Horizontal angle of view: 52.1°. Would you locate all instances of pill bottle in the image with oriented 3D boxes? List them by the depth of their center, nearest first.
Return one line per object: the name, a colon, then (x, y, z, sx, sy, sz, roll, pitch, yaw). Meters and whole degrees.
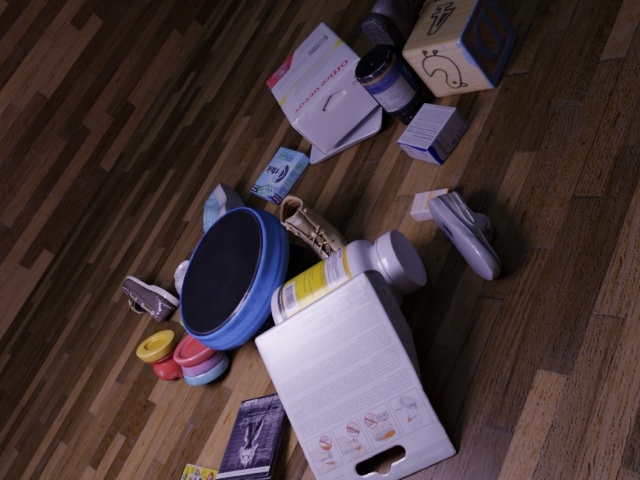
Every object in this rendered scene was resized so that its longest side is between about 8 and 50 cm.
pill bottle: (0.066, 0.117, 1.497, 0.333, 0.188, 0.188, -32, 39, 25)
pill bottle: (0.203, -0.421, 1.809, 0.122, 0.219, 0.123, -29, 41, 28)

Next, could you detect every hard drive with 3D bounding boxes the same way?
hard drive: (-0.141, 0.123, 1.756, 0.171, 0.054, 0.255, 16, 82, 21)

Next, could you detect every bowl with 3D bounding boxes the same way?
bowl: (-0.239, 0.091, 1.720, 0.391, 0.077, 0.392, -29, 48, 38)
bowl: (-0.424, 0.116, 2.141, 0.170, 0.080, 0.170, -30, 39, 28)

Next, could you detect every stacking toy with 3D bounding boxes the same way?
stacking toy: (-0.340, 0.305, 1.896, 0.308, 0.131, 0.279, 0, 32, 45)

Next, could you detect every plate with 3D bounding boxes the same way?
plate: (0.097, -0.378, 2.042, 0.277, 0.045, 0.278, -22, 44, 35)

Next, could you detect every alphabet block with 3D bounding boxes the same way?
alphabet block: (0.371, -0.521, 1.743, 0.197, 0.192, 0.194, 3, 59, 50)

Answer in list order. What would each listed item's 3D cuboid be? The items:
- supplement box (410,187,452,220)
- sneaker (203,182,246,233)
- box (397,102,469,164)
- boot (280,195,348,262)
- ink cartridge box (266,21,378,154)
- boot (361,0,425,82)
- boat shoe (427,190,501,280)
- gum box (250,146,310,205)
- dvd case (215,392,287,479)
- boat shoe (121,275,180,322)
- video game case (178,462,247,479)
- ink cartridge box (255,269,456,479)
supplement box: (0.272, -0.086, 1.584, 0.098, 0.036, 0.062, -7, 54, 45)
sneaker: (-0.310, -0.053, 2.142, 0.150, 0.135, 0.366, -51, 25, 12)
box: (0.293, -0.279, 1.707, 0.137, 0.072, 0.126, -54, 35, -6)
boot: (0.000, 0.000, 1.662, 0.095, 0.203, 0.262, -42, 36, 11)
ink cartridge box: (0.012, -0.482, 2.054, 0.279, 0.160, 0.385, -43, 35, 13)
boot: (0.251, -0.603, 1.830, 0.118, 0.338, 0.223, 24, 83, 27)
boat shoe: (0.329, -0.020, 1.421, 0.088, 0.096, 0.268, -26, 37, -3)
gum box: (-0.134, -0.214, 2.153, 0.184, 0.041, 0.157, -56, 35, -6)
dvd case: (-0.153, 0.462, 1.540, 0.164, 0.018, 0.221, -20, 35, 32)
boat shoe: (-0.600, 0.201, 2.234, 0.324, 0.116, 0.097, 12, 65, 46)
video game case: (-0.283, 0.670, 1.514, 0.248, 0.035, 0.275, -8, 53, 44)
ink cartridge box: (0.071, 0.299, 1.338, 0.308, 0.091, 0.385, -33, 75, 23)
